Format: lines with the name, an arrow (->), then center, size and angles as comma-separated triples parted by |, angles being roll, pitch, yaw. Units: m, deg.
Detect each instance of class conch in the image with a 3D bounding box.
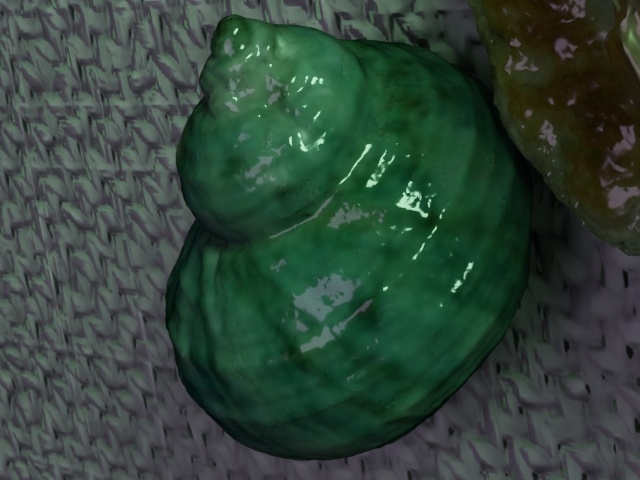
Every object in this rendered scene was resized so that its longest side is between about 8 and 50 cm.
conch -> -0.002, -0.002, 0.732 | 0.196, 0.134, 0.202 | 20, 120, 40

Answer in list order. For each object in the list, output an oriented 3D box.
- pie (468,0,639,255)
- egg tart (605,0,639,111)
pie -> 0.132, -0.108, 0.599 | 0.240, 0.054, 0.240 | 20, 117, 45
egg tart -> 0.205, -0.116, 0.410 | 0.352, 0.150, 0.352 | 6, 103, 28
